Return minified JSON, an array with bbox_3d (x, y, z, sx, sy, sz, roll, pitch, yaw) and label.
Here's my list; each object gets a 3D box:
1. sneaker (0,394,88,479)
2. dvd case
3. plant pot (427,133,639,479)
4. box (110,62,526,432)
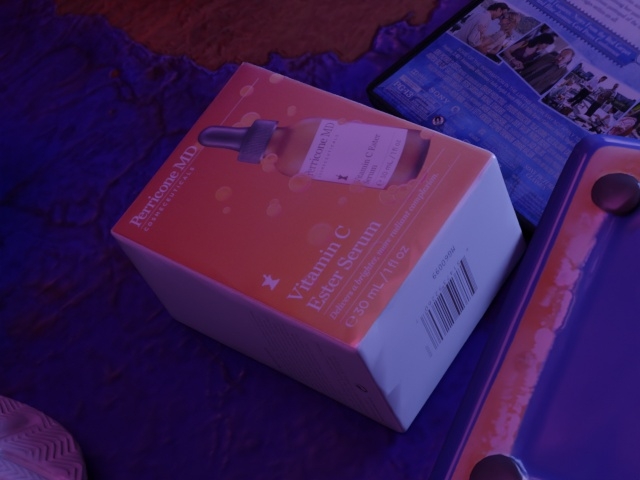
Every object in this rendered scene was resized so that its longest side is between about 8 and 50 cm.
[{"bbox_3d":[-0.217,0.212,0.718,0.124,0.180,0.321,24,28,1],"label":"sneaker"},{"bbox_3d":[0.173,-0.115,0.861,0.253,0.022,0.180,-39,51,-8],"label":"dvd case"},{"bbox_3d":[0.176,0.097,0.591,0.235,0.212,0.236,13,63,29],"label":"plant pot"},{"bbox_3d":[0.000,0.000,0.803,0.170,0.091,0.130,23,67,32],"label":"box"}]
